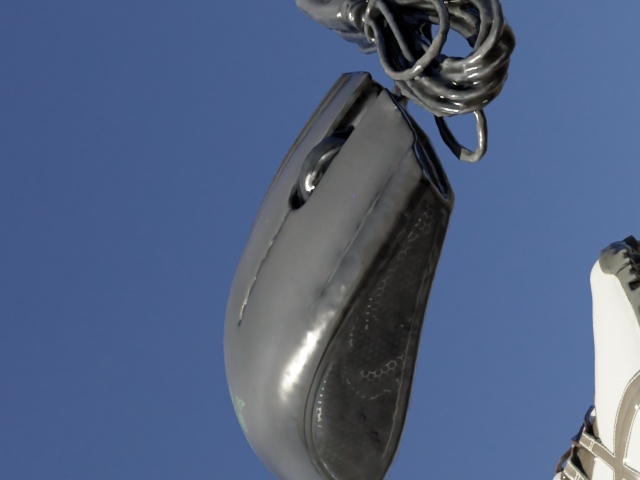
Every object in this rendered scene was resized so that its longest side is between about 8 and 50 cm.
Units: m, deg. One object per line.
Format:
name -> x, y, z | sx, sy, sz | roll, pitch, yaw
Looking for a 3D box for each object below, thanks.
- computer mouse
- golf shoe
computer mouse -> 0.000, 0.000, 0.701 | 0.072, 0.188, 0.272 | 2, -70, -22
golf shoe -> 0.129, 0.100, 0.656 | 0.077, 0.094, 0.198 | -24, -77, -67
